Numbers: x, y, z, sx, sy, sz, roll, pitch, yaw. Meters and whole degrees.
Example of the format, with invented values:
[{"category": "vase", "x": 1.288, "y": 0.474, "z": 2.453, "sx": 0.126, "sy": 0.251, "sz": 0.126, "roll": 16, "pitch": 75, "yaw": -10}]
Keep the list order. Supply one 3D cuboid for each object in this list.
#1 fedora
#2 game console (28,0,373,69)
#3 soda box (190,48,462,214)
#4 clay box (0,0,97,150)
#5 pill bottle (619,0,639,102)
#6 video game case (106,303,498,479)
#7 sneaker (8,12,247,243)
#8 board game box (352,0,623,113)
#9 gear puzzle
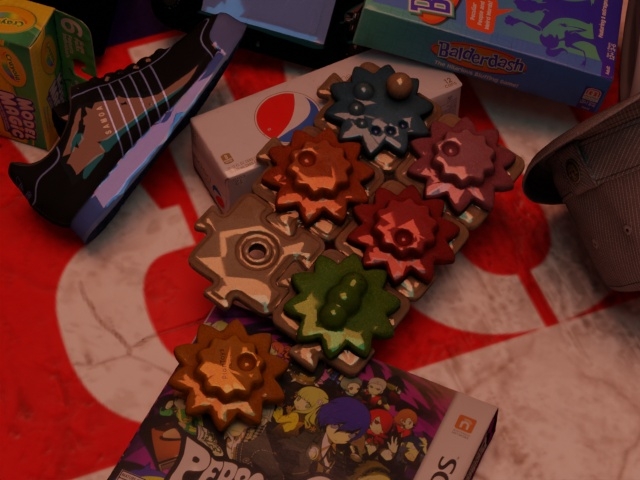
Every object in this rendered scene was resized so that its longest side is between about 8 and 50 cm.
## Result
[{"category": "fedora", "x": 0.283, "y": -0.036, "z": 1.242, "sx": 0.244, "sy": 0.275, "sz": 0.124, "roll": -7, "pitch": 77, "yaw": -31}, {"category": "game console", "x": -0.115, "y": -0.247, "z": 1.430, "sx": 0.361, "sy": 0.213, "sz": 0.044, "roll": 15, "pitch": 15, "yaw": -4}, {"category": "soda box", "x": 0.005, "y": -0.092, "z": 1.376, "sx": 0.216, "sy": 0.069, "sz": 0.074, "roll": -22, "pitch": 57, "yaw": -17}, {"category": "clay box", "x": -0.292, "y": -0.152, "z": 1.381, "sx": 0.222, "sy": 0.127, "sz": 0.053, "roll": 18, "pitch": 55, "yaw": 13}, {"category": "pill bottle", "x": 0.386, "y": -0.154, "z": 1.373, "sx": 0.265, "sy": 0.153, "sz": 0.153, "roll": 6, "pitch": 54, "yaw": 3}, {"category": "video game case", "x": -0.017, "y": 0.166, "z": 1.200, "sx": 0.232, "sy": 0.042, "sz": 0.210, "roll": 21, "pitch": 54, "yaw": 15}, {"category": "sneaker", "x": -0.153, "y": -0.110, "z": 1.353, "sx": 0.090, "sy": 0.081, "sz": 0.232, "roll": 37, "pitch": 70, "yaw": -1}, {"category": "board game box", "x": 0.145, "y": -0.204, "z": 1.397, "sx": 0.210, "sy": 0.047, "sz": 0.160, "roll": 15, "pitch": 53, "yaw": -2}, {"category": "gear puzzle", "x": 0.000, "y": 0.000, "z": 1.254, "sx": 0.175, "sy": 0.044, "sz": 0.339, "roll": 34, "pitch": 64, "yaw": 13}]
